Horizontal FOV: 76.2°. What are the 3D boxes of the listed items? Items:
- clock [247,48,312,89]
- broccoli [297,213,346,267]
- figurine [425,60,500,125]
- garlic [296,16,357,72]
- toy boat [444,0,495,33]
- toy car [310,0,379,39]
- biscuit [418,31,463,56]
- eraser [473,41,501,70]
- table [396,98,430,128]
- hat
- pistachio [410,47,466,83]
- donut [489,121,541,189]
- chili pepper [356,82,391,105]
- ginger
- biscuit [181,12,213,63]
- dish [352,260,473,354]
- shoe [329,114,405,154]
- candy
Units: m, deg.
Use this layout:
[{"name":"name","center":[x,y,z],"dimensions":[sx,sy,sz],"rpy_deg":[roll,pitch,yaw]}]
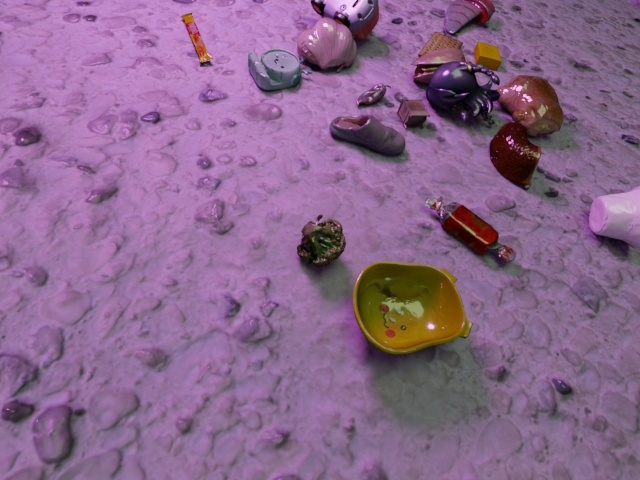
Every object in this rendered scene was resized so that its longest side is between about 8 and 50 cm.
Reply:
[{"name":"clock","center":[-0.137,-0.602,1.417],"dimensions":[0.211,0.066,0.159],"rpy_deg":[-18,63,-23]},{"name":"broccoli","center":[0.000,0.000,1.007],"dimensions":[0.131,0.120,0.130],"rpy_deg":[-49,51,0]},{"name":"figurine","center":[0.512,-0.524,1.445],"dimensions":[0.265,0.196,0.175],"rpy_deg":[7,19,-4]},{"name":"garlic","center":[0.036,-0.726,1.494],"dimensions":[0.230,0.142,0.177],"rpy_deg":[-4,56,-25]},{"name":"toy boat","center":[0.647,-1.022,1.867],"dimensions":[0.206,0.096,0.282],"rpy_deg":[39,70,22]},{"name":"toy car","center":[0.106,-0.903,1.591],"dimensions":[0.270,0.212,0.180],"rpy_deg":[42,98,19]},{"name":"biscuit","center":[0.507,-0.802,1.714],"dimensions":[0.139,0.016,0.231],"rpy_deg":[28,56,8]},{"name":"eraser","center":[0.702,-0.779,1.723],"dimensions":[0.097,0.045,0.122],"rpy_deg":[12,54,-4]},{"name":"table","center":[0.317,-0.431,1.396],"dimensions":[0.079,0.062,0.083],"rpy_deg":[-6,58,-16]},{"name":"hat","center":[0.895,-0.073,1.224],"dimensions":[0.126,0.203,0.203],"rpy_deg":[3,55,9]},{"name":"pistachio","center":[0.449,-0.654,1.542],"dimensions":[0.223,0.126,0.152],"rpy_deg":[-16,27,-16]},{"name":"donut","center":[0.636,-0.282,1.332],"dimensions":[0.144,0.126,0.186],"rpy_deg":[15,55,7]},{"name":"chili pepper","center":[0.182,-0.509,1.436],"dimensions":[0.153,0.041,0.050],"rpy_deg":[-38,49,-13]},{"name":"ginger","center":[0.757,-0.489,1.490],"dimensions":[0.221,0.130,0.276],"rpy_deg":[-40,66,-22]},{"name":"biscuit","center":[-0.443,-0.723,1.461],"dimensions":[0.048,0.026,0.291],"rpy_deg":[-24,62,-3]},{"name":"dish","center":[0.194,0.165,0.941],"dimensions":[0.263,0.108,0.221],"rpy_deg":[-2,57,-11]},{"name":"shoe","center":[0.154,-0.352,1.289],"dimensions":[0.251,0.100,0.103],"rpy_deg":[14,54,1]},{"name":"candy","center":[0.419,-0.035,1.153],"dimensions":[0.292,0.059,0.086],"rpy_deg":[41,61,17]}]
